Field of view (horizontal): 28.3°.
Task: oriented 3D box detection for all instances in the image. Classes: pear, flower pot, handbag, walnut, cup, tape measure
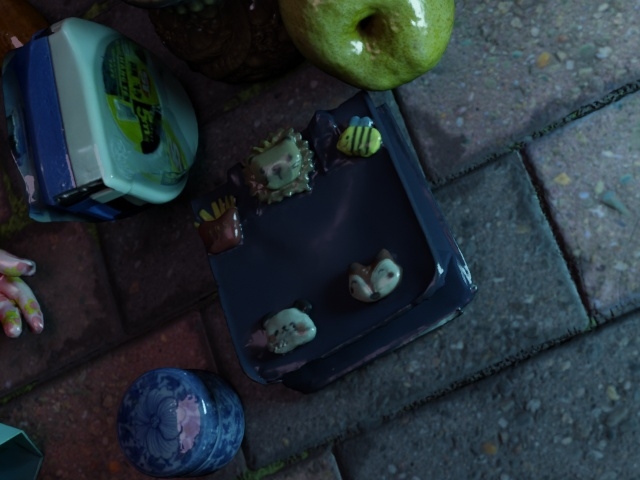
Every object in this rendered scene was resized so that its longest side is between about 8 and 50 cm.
[{"bbox_3d":[0.057,-0.299,1.617,0.228,0.211,0.188,24,116,-15],"label":"pear"},{"bbox_3d":[-0.148,-0.365,1.700,0.267,0.267,0.266,-5,78,25],"label":"flower pot"},{"bbox_3d":[0.000,0.000,1.646,0.303,0.122,0.329,-30,68,19],"label":"handbag"},{"bbox_3d":[-0.459,-0.300,1.935,0.207,0.116,0.116,43,101,18],"label":"walnut"},{"bbox_3d":[-0.539,0.303,1.848,0.236,0.134,0.148,21,87,29],"label":"cup"},{"bbox_3d":[-0.288,-0.154,1.735,0.138,0.262,0.259,-21,72,29],"label":"tape measure"}]

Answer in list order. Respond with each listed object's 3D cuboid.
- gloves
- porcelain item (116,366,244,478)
[{"bbox_3d":[-0.506,0.072,1.886,0.241,0.126,0.145,33,75,5],"label":"gloves"},{"bbox_3d":[-0.188,0.243,1.695,0.147,0.114,0.147,-5,79,27],"label":"porcelain item"}]
